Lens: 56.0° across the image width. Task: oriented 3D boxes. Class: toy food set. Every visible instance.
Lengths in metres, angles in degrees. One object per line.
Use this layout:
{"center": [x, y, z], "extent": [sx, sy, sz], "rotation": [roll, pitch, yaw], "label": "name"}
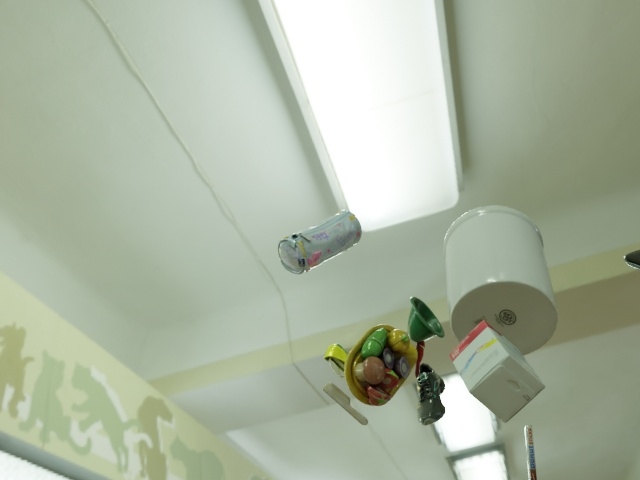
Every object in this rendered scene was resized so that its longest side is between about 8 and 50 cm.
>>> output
{"center": [0.120, 0.249, 1.169], "extent": [0.128, 0.218, 0.071], "rotation": [49, -35, -4], "label": "toy food set"}

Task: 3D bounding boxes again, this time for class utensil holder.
{"center": [0.554, 0.126, 1.878], "extent": [0.327, 0.385, 0.328], "rotation": [4, -56, 6], "label": "utensil holder"}

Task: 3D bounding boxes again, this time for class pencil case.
{"center": [0.000, 0.000, 1.766], "extent": [0.273, 0.113, 0.124], "rotation": [-25, -60, -41], "label": "pencil case"}

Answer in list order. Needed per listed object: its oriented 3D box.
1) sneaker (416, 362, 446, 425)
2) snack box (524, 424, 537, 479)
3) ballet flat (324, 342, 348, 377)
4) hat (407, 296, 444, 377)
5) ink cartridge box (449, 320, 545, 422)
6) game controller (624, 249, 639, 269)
{"center": [0.350, 0.506, 1.986], "extent": [0.101, 0.267, 0.106], "rotation": [-26, -78, 18], "label": "sneaker"}
{"center": [0.666, 0.681, 1.905], "extent": [0.022, 0.178, 0.064], "rotation": [-3, -26, 13], "label": "snack box"}
{"center": [0.104, 0.433, 1.957], "extent": [0.077, 0.231, 0.077], "rotation": [-40, -14, -42], "label": "ballet flat"}
{"center": [0.323, 0.334, 2.143], "extent": [0.183, 0.209, 0.173], "rotation": [-43, -47, 18], "label": "hat"}
{"center": [0.403, 0.299, 1.389], "extent": [0.128, 0.176, 0.127], "rotation": [40, -79, -13], "label": "ink cartridge box"}
{"center": [1.061, 0.029, 1.747], "extent": [0.319, 0.166, 0.067], "rotation": [-16, -69, -4], "label": "game controller"}
